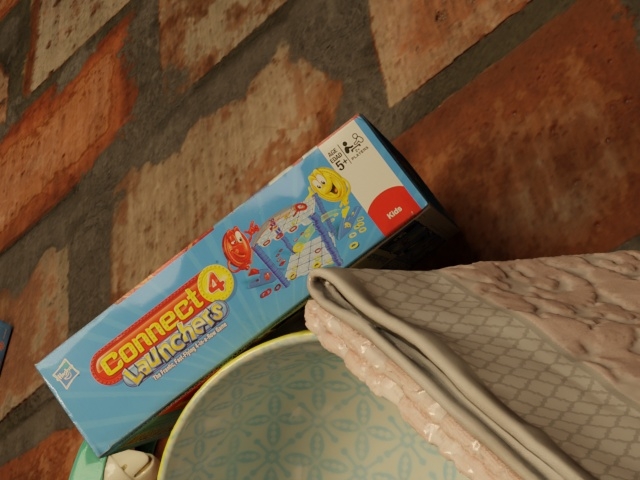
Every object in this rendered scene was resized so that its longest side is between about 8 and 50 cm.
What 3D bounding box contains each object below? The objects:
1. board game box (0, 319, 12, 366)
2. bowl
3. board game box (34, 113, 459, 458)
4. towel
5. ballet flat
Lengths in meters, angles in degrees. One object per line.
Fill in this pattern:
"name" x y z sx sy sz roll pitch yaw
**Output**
"board game box" -0.486 0.218 1.756 0.160 0.039 0.212 -25 45 37
"bowl" 0.039 0.191 0.992 0.289 0.289 0.156 -42 -6 20
"board game box" -0.040 0.041 1.096 0.302 0.086 0.308 -37 -8 6
"towel" 0.193 0.081 0.814 0.332 0.317 0.053 38 125 56
"ballet flat" -0.193 0.202 1.373 0.087 0.083 0.247 -4 60 33
